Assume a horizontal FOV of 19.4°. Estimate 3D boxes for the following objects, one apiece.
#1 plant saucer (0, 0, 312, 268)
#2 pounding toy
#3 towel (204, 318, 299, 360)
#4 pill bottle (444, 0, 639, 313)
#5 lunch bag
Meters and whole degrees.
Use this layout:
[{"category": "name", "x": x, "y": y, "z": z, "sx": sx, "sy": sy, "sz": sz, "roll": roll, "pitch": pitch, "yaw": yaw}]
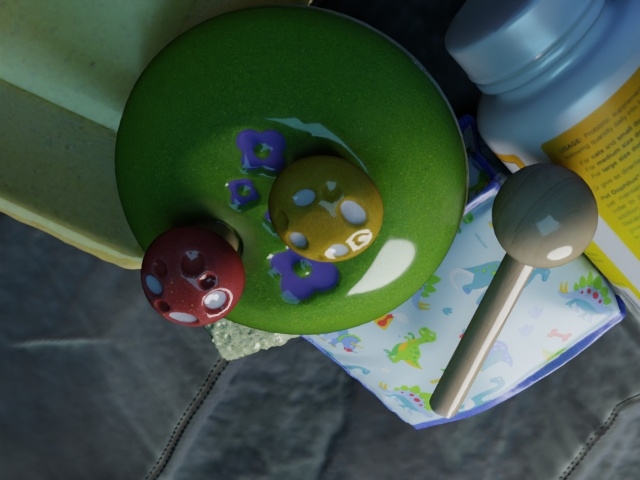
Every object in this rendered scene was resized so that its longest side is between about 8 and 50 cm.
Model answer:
[{"category": "plant saucer", "x": -0.158, "y": -0.192, "z": 0.955, "sx": 0.333, "sy": 0.081, "sz": 0.332, "roll": 25, "pitch": 113, "yaw": -12}, {"category": "pounding toy", "x": 0.000, "y": 0.000, "z": 0.926, "sx": 0.237, "sy": 0.110, "sz": 0.183, "roll": 28, "pitch": 120, "yaw": -4}, {"category": "towel", "x": -0.034, "y": -0.003, "z": 1.079, "sx": 0.110, "sy": 0.027, "sz": 0.148, "roll": -15, "pitch": 116, "yaw": 8}, {"category": "pill bottle", "x": 0.164, "y": -0.053, "z": 0.990, "sx": 0.117, "sy": 0.117, "sz": 0.215, "roll": -38, "pitch": 110, "yaw": 17}, {"category": "lunch bag", "x": 0.070, "y": 0.027, "z": 1.049, "sx": 0.151, "sy": 0.096, "sz": 0.129, "roll": -40, "pitch": 118, "yaw": 15}]
